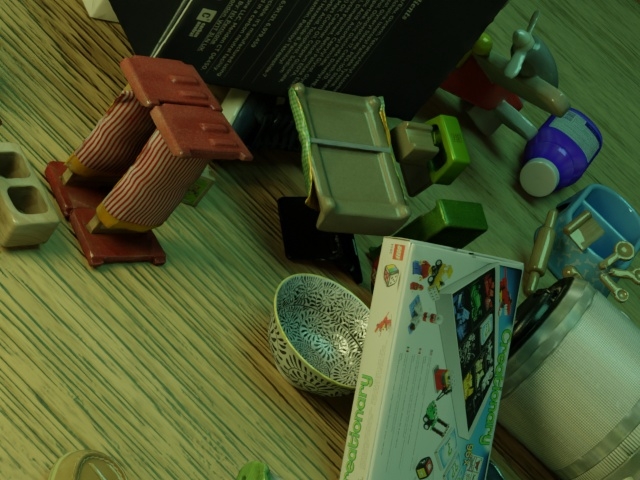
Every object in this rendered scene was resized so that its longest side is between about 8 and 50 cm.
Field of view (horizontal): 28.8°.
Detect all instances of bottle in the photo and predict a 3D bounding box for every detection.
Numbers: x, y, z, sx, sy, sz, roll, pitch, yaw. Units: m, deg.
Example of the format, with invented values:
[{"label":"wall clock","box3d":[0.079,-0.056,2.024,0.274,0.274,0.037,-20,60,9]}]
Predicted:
[{"label":"bottle","box3d":[0.433,-0.156,2.272,0.118,0.092,0.283,43,33,3]}]

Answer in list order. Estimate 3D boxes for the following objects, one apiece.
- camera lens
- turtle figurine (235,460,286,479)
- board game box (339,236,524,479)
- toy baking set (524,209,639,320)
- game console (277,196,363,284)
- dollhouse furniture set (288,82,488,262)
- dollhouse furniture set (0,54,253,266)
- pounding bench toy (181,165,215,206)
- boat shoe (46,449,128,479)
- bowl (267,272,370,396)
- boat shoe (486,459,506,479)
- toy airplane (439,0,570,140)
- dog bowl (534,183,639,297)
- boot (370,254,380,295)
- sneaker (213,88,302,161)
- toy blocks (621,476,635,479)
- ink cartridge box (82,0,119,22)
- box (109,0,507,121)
[{"label":"camera lens","box3d":[0.354,0.201,1.654,0.274,0.219,0.219,42,33,2]},{"label":"turtle figurine","box3d":[0.038,0.329,1.203,0.266,0.198,0.275,22,34,-21]},{"label":"board game box","box3d":[0.131,0.160,1.445,0.193,0.305,0.053,12,-1,-39]},{"label":"toy baking set","box3d":[0.422,0.064,1.984,0.196,0.030,0.256,25,61,3]},{"label":"game console","box3d":[0.000,0.000,1.717,0.107,0.071,0.122,54,19,-44]},{"label":"dollhouse furniture set","box3d":[0.056,-0.077,1.706,0.301,0.151,0.198,5,61,-39]},{"label":"dollhouse furniture set","box3d":[-0.287,-0.084,1.341,0.374,0.201,0.152,-3,53,-48]},{"label":"pounding bench toy","box3d":[-0.186,-0.094,1.595,0.083,0.052,0.065,19,39,-31]},{"label":"boat shoe","box3d":[-0.177,0.300,1.108,0.104,0.089,0.285,11,43,-38]},{"label":"bowl","box3d":[-0.005,0.130,1.496,0.170,0.080,0.170,27,35,-21]},{"label":"boat shoe","box3d":[0.235,0.327,1.510,0.065,0.083,0.183,17,40,-33]},{"label":"toy airplane","box3d":[0.260,-0.336,2.135,0.386,0.272,0.384,29,13,5]},{"label":"dog bowl","box3d":[0.477,-0.007,2.163,0.166,0.074,0.297,44,32,5]},{"label":"boot","box3d":[0.103,0.072,1.600,0.176,0.088,0.244,58,0,26]},{"label":"sneaker","box3d":[-0.044,-0.170,1.759,0.148,0.131,0.350,39,32,4]},{"label":"toy blocks","box3d":[0.402,0.427,1.383,0.309,0.289,0.260,2,43,-48]},{"label":"ink cartridge box","box3d":[-0.260,-0.374,1.830,0.198,0.067,0.115,3,51,-46]},{"label":"box","box3d":[-0.064,-0.449,1.694,0.471,0.297,0.480,4,45,-41]}]
